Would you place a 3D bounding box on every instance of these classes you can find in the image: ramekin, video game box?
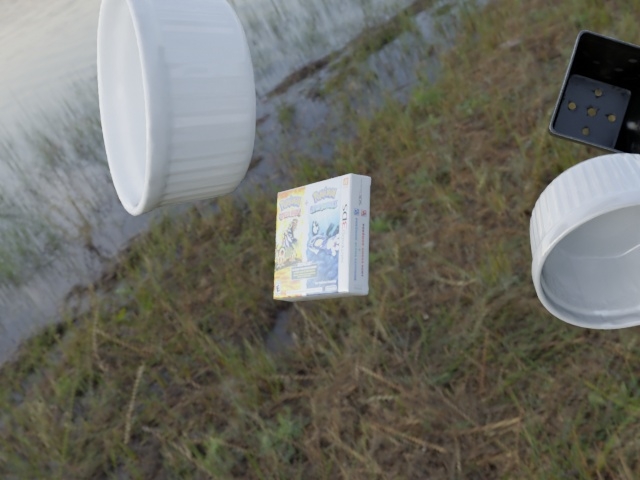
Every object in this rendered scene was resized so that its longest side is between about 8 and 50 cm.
[{"bbox_3d":[0.340,-0.004,0.998,0.207,0.207,0.109,-21,42,16],"label":"ramekin"},{"bbox_3d":[0.000,0.000,1.400,0.205,0.048,0.187,-11,72,52],"label":"video game box"},{"bbox_3d":[-0.180,-0.174,1.060,0.135,0.277,0.277,-7,18,-23],"label":"ramekin"}]

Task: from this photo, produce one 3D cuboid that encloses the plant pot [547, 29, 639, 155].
[{"bbox_3d":[0.511,-0.246,1.566,0.167,0.188,0.188,48,-120,-88],"label":"plant pot"}]
